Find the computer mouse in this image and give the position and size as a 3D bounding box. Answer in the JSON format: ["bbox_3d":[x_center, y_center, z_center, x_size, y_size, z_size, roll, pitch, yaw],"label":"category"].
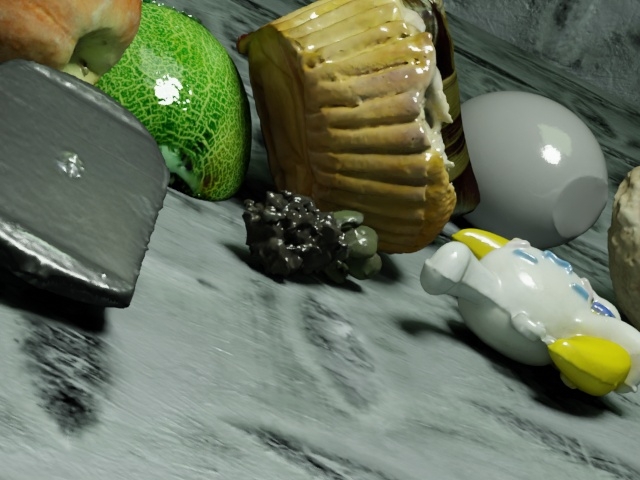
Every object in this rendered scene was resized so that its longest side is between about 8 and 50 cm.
[{"bbox_3d":[-0.213,-0.035,1.467,0.168,0.087,0.295,31,27,-16],"label":"computer mouse"}]

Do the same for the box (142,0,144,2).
[{"bbox_3d":[-0.279,-0.386,1.932,0.318,0.348,0.257,26,19,-5],"label":"box"}]

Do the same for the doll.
[{"bbox_3d":[0.208,0.064,1.823,0.252,0.111,0.237,37,16,-5],"label":"doll"}]

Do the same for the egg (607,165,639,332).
[{"bbox_3d":[0.459,0.028,2.103,0.310,0.279,0.279,43,13,-10],"label":"egg"}]

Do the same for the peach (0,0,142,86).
[{"bbox_3d":[-0.286,-0.217,1.687,0.235,0.214,0.214,32,16,22],"label":"peach"}]

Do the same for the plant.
[{"bbox_3d":[0.000,0.000,1.733,0.174,0.087,0.085,16,55,-49],"label":"plant"}]

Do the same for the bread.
[{"bbox_3d":[0.029,-0.109,1.849,0.149,0.274,0.274,-16,36,-20],"label":"bread"}]

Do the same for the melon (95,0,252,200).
[{"bbox_3d":[-0.149,-0.138,1.819,0.265,0.129,0.169,20,21,-31],"label":"melon"}]

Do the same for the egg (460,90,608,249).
[{"bbox_3d":[0.230,-0.086,2.213,0.176,0.176,0.232,17,13,-37],"label":"egg"}]

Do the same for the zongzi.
[{"bbox_3d":[0.050,-0.176,2.073,0.134,0.286,0.288,-19,30,-20],"label":"zongzi"}]
